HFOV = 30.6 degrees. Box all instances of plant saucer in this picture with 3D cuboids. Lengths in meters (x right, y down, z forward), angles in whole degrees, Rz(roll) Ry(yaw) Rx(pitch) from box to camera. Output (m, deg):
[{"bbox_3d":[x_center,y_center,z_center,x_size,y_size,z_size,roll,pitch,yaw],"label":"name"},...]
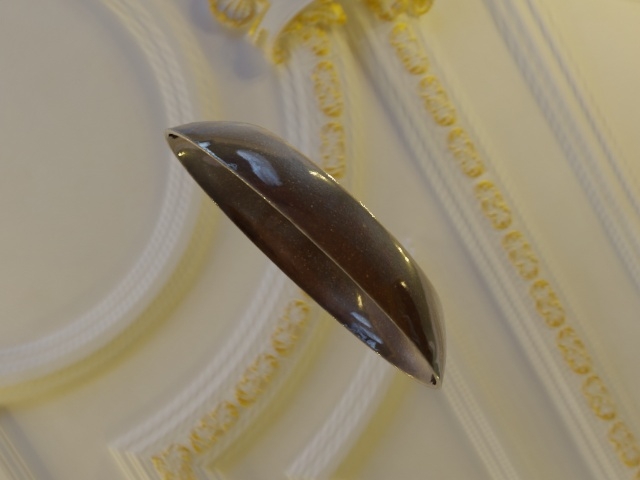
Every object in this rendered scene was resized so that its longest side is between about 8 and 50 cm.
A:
[{"bbox_3d":[0.000,0.000,0.621,0.036,0.198,0.198,-46,-77,-8],"label":"plant saucer"}]
